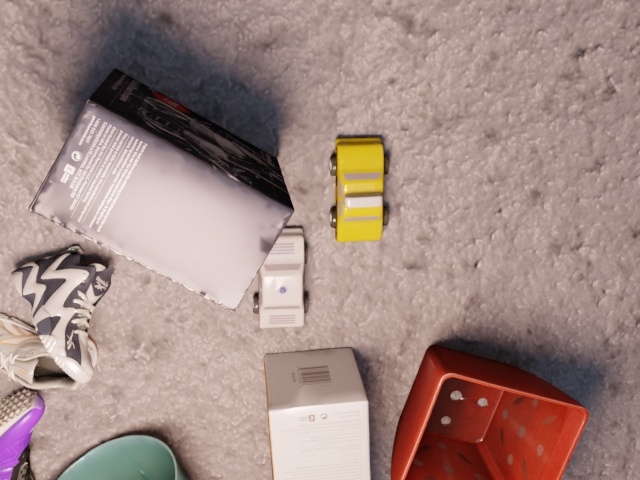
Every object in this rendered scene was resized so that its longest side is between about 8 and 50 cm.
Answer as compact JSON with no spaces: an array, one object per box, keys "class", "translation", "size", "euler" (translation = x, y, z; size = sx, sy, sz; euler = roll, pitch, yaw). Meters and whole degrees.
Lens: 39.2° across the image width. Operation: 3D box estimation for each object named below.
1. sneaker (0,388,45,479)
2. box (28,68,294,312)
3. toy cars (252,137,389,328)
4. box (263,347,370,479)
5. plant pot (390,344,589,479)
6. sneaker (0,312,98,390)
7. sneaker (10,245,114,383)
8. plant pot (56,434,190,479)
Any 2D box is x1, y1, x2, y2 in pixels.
[{"class":"sneaker","translation":[-0.559,0.396,1.608],"size":[0.146,0.102,0.293],"euler":[39,105,-21]},{"class":"box","translation":[-0.226,-0.089,1.351],"size":[0.313,0.343,0.179],"euler":[29,102,-15]},{"class":"toy cars","translation":[0.000,0.000,1.540],"size":[0.176,0.087,0.393],"euler":[38,100,-16]},{"class":"box","translation":[-0.005,0.396,1.604],"size":[0.168,0.215,0.345],"euler":[-5,108,-5]},{"class":"plant pot","translation":[0.271,0.330,1.602],"size":[0.267,0.235,0.267],"euler":[16,106,-10]},{"class":"sneaker","translation":[-0.518,0.195,1.528],"size":[0.263,0.121,0.099],"euler":[8,108,-8]},{"class":"sneaker","translation":[-0.397,0.110,1.493],"size":[0.153,0.235,0.094],"euler":[-32,153,-7]},{"class":"plant pot","translation":[-0.323,0.533,1.584],"size":[0.293,0.293,0.235],"euler":[-28,123,3]}]
